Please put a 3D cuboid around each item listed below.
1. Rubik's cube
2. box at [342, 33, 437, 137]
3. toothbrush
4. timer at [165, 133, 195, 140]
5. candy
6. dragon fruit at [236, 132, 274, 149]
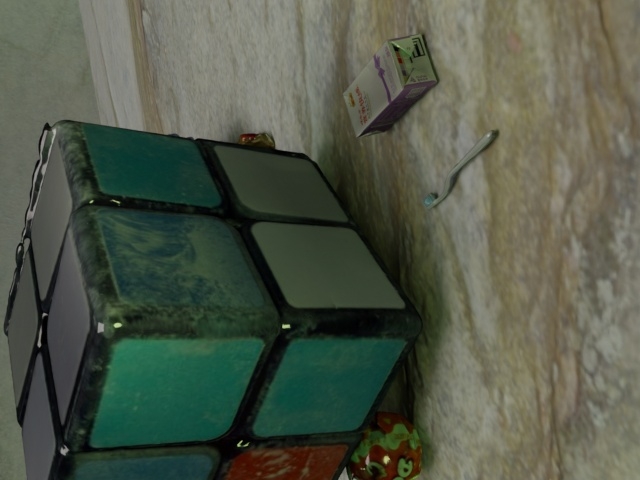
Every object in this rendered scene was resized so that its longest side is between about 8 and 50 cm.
[{"bbox_3d":[-0.136,0.094,0.809,0.313,0.318,0.316,58,135,45],"label":"Rubik's cube"},{"bbox_3d":[0.060,-0.138,0.702,0.117,0.036,0.051,139,116,-66],"label":"box"},{"bbox_3d":[0.116,-0.057,0.650,0.013,0.011,0.131,50,153,8],"label":"toothbrush"},{"bbox_3d":[-0.224,0.042,1.233,0.395,0.173,0.395,160,90,-81],"label":"timer"},{"bbox_3d":[0.037,0.163,0.904,0.288,0.084,0.078,-114,32,-42],"label":"candy"},{"bbox_3d":[-0.107,-0.096,1.080,0.162,0.083,0.106,-160,62,-67],"label":"dragon fruit"}]
